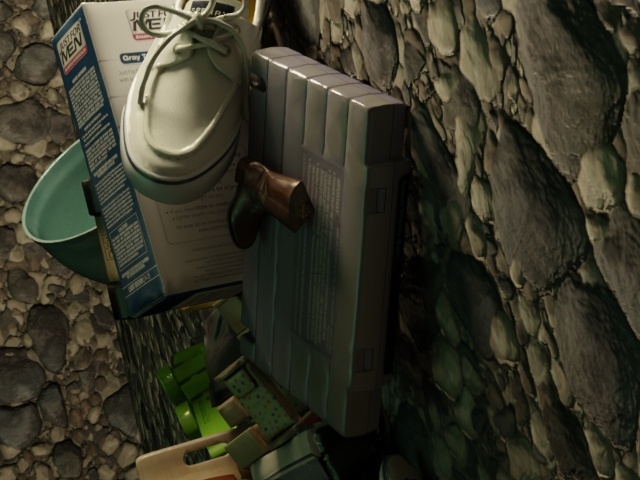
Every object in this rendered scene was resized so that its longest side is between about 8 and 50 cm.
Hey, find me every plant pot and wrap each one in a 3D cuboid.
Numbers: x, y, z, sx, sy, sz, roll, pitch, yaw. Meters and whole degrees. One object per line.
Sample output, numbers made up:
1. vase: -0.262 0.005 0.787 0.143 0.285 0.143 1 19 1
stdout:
1. plant pot: -0.290 -0.040 2.265 0.196 0.293 0.293 53 178 -33

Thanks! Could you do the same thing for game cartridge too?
1. game cartridge: 0.000 0.000 1.488 0.230 0.068 0.355 30 124 46

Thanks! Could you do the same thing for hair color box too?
1. hair color box: -0.171 -0.100 1.658 0.105 0.174 0.347 -30 74 54

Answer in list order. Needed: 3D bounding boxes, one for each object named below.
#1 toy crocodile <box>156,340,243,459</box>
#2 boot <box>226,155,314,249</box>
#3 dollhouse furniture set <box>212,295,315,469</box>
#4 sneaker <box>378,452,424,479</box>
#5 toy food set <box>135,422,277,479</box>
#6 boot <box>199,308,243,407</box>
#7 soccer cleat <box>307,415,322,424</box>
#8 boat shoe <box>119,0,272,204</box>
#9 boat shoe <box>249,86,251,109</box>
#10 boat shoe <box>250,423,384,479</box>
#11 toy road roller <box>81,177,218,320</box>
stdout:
1. toy crocodile: -0.186 0.264 2.404 0.105 0.115 0.340 63 174 -29
2. boot: -0.049 -0.024 1.477 0.114 0.037 0.106 28 124 47
3. dollhouse furniture set: -0.110 0.178 1.761 0.182 0.101 0.161 51 126 2
4. sneaker: 0.110 0.283 1.539 0.135 0.052 0.058 62 150 20
5. toy food set: -0.128 0.374 2.100 0.306 0.219 0.092 -134 33 -61
6. boot: -0.124 0.120 2.078 0.338 0.118 0.223 153 108 -69
7. soccer cleat: -0.034 0.134 1.797 0.083 0.095 0.248 -124 25 -50
8. boat shoe: -0.119 -0.216 1.537 0.156 0.136 0.367 102 -174 -54
9. boat shoe: -0.147 -0.208 1.877 0.302 0.109 0.098 -126 25 -64
10. boat shoe: 0.006 0.322 1.765 0.340 0.127 0.158 123 131 -70
11. toy road roller: -0.138 -0.027 1.925 0.329 0.240 0.202 -10 96 37
